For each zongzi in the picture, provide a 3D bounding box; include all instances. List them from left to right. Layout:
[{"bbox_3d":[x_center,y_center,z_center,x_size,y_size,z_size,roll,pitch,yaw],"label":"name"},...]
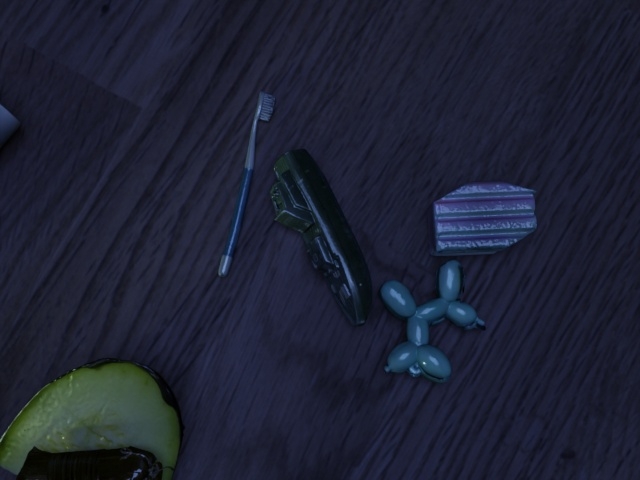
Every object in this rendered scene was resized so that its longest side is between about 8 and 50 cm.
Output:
[{"bbox_3d":[-0.273,0.347,1.229,0.187,0.084,0.184,-5,115,9],"label":"zongzi"}]

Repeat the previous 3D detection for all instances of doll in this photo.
[{"bbox_3d":[0.146,0.119,1.336,0.159,0.059,0.159,-24,83,-9],"label":"doll"}]

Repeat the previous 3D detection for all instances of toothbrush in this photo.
[{"bbox_3d":[-0.104,-0.080,1.372,0.025,0.019,0.276,14,80,-9],"label":"toothbrush"}]

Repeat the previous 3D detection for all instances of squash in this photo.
[{"bbox_3d":[-0.291,0.246,1.241,0.236,0.155,0.204,23,79,-2],"label":"squash"}]

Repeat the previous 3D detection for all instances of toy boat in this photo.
[{"bbox_3d":[0.000,0.000,1.335,0.085,0.078,0.261,-22,81,-24],"label":"toy boat"}]

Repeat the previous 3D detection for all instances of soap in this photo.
[{"bbox_3d":[0.228,-0.031,1.367,0.149,0.056,0.100,-3,83,-4],"label":"soap"}]

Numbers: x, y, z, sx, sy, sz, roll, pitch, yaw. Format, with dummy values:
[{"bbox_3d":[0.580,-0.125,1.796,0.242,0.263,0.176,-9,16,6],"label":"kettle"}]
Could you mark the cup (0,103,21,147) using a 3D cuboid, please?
[{"bbox_3d":[-0.495,-0.148,1.330,0.099,0.136,0.133,43,80,-31],"label":"cup"}]
